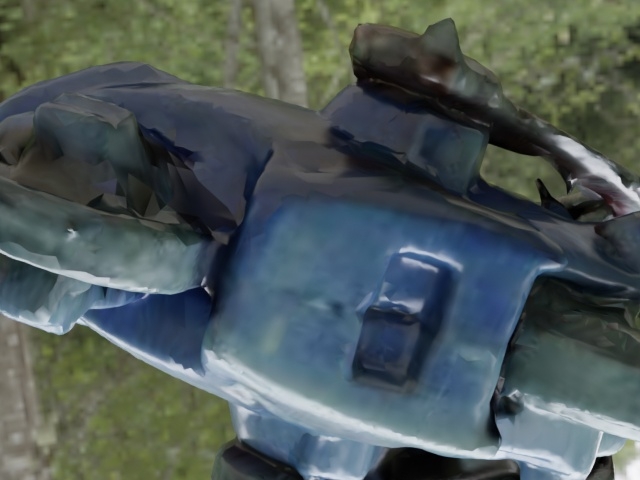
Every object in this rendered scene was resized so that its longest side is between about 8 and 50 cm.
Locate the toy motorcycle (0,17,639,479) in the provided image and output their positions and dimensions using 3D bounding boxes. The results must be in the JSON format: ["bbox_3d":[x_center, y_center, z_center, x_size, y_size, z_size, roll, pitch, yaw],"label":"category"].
[{"bbox_3d":[-0.007,0.023,0.611,0.319,0.182,0.241,18,160,-18],"label":"toy motorcycle"}]
